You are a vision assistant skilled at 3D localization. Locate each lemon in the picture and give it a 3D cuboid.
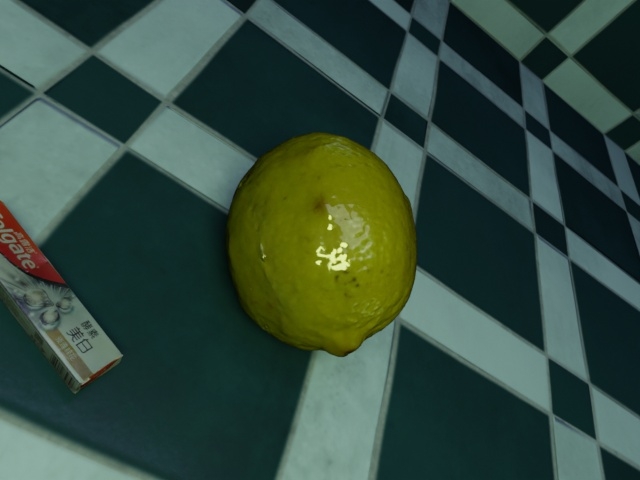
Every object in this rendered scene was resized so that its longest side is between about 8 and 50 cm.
[{"bbox_3d":[0.001,0.002,0.638,0.260,0.260,0.284,16,73,-28],"label":"lemon"}]

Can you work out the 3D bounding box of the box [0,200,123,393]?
[{"bbox_3d":[-0.298,0.057,0.516,0.218,0.039,0.055,51,45,4],"label":"box"}]
